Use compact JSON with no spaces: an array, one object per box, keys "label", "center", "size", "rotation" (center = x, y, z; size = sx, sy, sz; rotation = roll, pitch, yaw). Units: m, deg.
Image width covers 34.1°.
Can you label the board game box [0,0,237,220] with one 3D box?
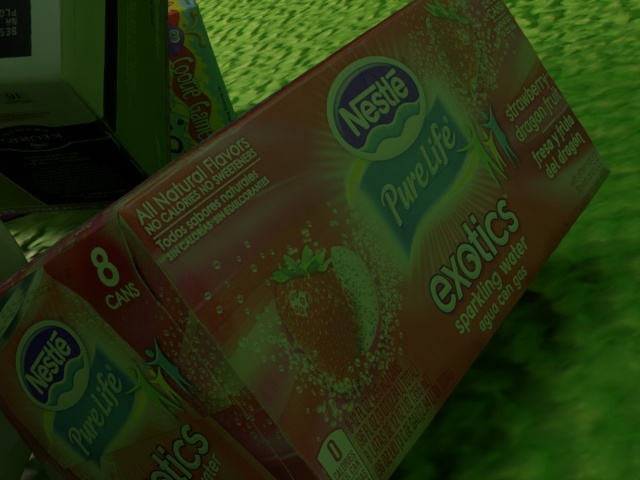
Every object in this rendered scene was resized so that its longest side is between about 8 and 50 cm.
[{"label":"board game box","center":[-0.237,-0.140,1.062],"size":[0.275,0.144,0.142],"rotation":[-20,23,-4]}]

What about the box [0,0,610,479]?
[{"label":"box","center":[0.000,0.000,0.502],"size":[0.154,0.142,0.300],"rotation":[-26,11,43]}]

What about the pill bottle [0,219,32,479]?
[{"label":"pill bottle","center":[-0.349,0.050,0.587],"size":[0.408,0.229,0.229],"rotation":[6,32,46]}]

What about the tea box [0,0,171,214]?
[{"label":"tea box","center":[-0.305,-0.154,0.798],"size":[0.329,0.220,0.323],"rotation":[-3,-13,2]}]
